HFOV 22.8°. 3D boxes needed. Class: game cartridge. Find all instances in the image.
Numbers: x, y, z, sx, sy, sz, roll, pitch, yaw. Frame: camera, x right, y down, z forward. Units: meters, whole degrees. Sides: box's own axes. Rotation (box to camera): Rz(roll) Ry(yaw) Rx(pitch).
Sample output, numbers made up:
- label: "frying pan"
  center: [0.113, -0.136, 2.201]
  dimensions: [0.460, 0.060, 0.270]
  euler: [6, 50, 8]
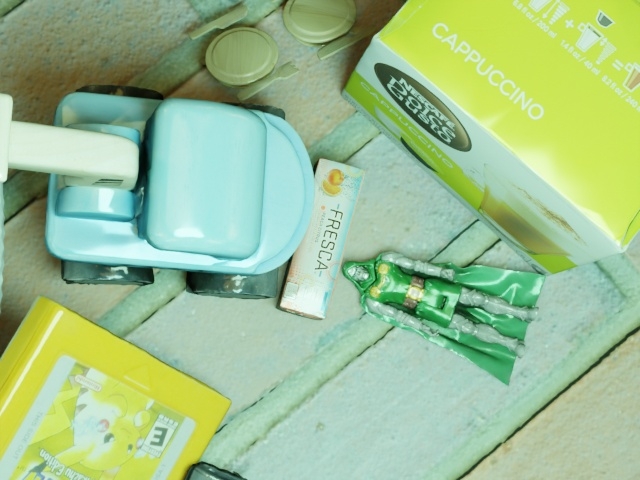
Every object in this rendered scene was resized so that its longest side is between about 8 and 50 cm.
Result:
- label: "game cartridge"
  center: [-0.273, 0.259, 1.725]
  dimensions: [0.285, 0.053, 0.323]
  euler: [34, 80, -40]

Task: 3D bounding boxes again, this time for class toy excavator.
- label: "toy excavator"
  center: [-0.197, -0.073, 1.622]
  dimensions: [0.433, 0.445, 0.222]
  euler: [5, 84, -14]

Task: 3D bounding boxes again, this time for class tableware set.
- label: "tableware set"
  center: [-0.045, -0.234, 1.866]
  dimensions: [0.194, 0.039, 0.128]
  euler: [-29, 58, -13]

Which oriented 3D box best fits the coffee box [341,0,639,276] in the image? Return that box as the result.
- label: "coffee box"
  center: [0.266, -0.204, 1.755]
  dimensions: [0.338, 0.334, 0.338]
  euler: [41, 83, -1]

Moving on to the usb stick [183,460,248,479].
- label: "usb stick"
  center: [-0.167, 0.381, 1.790]
  dimensions: [0.077, 0.045, 0.278]
  euler: [26, 90, -20]

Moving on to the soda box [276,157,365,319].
- label: "soda box"
  center: [0.000, 0.000, 1.847]
  dimensions: [0.058, 0.063, 0.183]
  euler: [16, 84, -5]

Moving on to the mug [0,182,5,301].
- label: "mug"
  center: [-0.452, 0.062, 1.647]
  dimensions: [0.276, 0.374, 0.328]
  euler: [0, 90, -31]

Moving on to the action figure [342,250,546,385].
- label: "action figure"
  center: [0.135, 0.071, 1.859]
  dimensions: [0.232, 0.063, 0.137]
  euler: [18, 87, 0]
